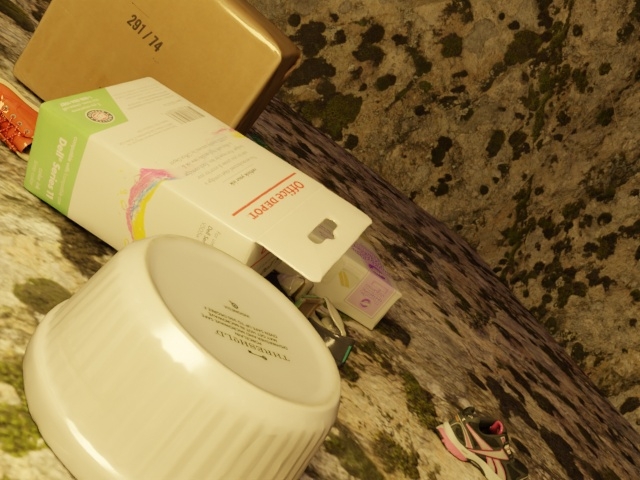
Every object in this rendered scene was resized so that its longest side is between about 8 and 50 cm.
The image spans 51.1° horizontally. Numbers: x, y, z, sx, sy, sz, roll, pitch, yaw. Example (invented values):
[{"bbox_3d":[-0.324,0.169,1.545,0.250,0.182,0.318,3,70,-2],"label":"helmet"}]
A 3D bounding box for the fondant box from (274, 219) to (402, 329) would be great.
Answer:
[{"bbox_3d":[0.000,0.000,1.290,0.238,0.096,0.330,34,16,-25],"label":"fondant box"}]

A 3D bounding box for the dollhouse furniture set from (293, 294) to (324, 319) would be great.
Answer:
[{"bbox_3d":[-0.067,0.086,0.869,0.058,0.076,0.152,44,14,24],"label":"dollhouse furniture set"}]

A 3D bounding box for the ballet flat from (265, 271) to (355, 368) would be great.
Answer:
[{"bbox_3d":[-0.022,0.096,0.971,0.203,0.074,0.074,47,15,27],"label":"ballet flat"}]

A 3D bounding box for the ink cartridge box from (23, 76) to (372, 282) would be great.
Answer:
[{"bbox_3d":[-0.136,-0.044,0.795,0.353,0.119,0.207,33,30,8],"label":"ink cartridge box"}]

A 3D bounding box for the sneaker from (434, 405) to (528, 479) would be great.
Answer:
[{"bbox_3d":[0.265,0.317,1.026,0.178,0.077,0.072,35,16,-25],"label":"sneaker"}]

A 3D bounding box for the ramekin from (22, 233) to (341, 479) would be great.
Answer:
[{"bbox_3d":[-0.102,0.109,0.586,0.273,0.127,0.273,38,13,-10],"label":"ramekin"}]

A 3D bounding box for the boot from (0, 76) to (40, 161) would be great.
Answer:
[{"bbox_3d":[-0.379,-0.146,0.813,0.158,0.059,0.084,31,21,-39],"label":"boot"}]

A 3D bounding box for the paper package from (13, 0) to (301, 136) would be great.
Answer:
[{"bbox_3d":[-0.245,-0.271,1.028,0.325,0.309,0.168,39,18,-4],"label":"paper package"}]

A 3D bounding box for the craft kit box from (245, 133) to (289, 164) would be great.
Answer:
[{"bbox_3d":[-0.122,-0.160,1.566,0.246,0.061,0.250,45,14,9],"label":"craft kit box"}]
